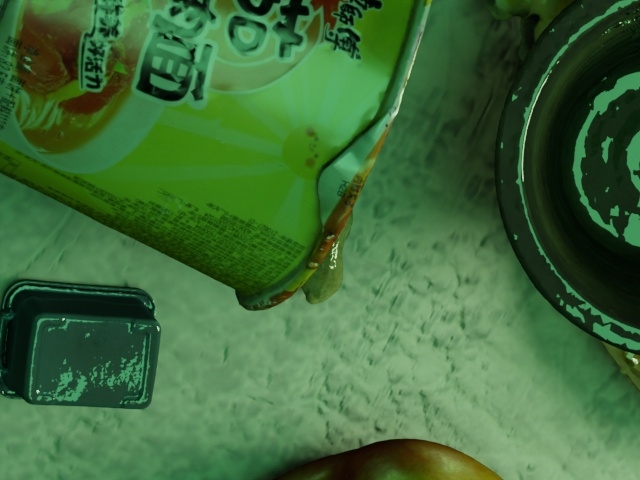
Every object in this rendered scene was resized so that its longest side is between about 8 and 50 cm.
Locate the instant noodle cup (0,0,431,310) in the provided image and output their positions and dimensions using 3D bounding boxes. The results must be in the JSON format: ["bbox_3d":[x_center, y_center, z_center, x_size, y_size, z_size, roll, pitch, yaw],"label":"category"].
[{"bbox_3d":[-0.078,-0.114,1.012,0.200,0.264,0.264,21,94,-14],"label":"instant noodle cup"}]

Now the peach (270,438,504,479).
[{"bbox_3d":[0.057,0.277,1.179,0.248,0.245,0.275,-29,124,17],"label":"peach"}]

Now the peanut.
[{"bbox_3d":[0.000,0.000,1.171,0.037,0.037,0.083,4,105,-22],"label":"peanut"}]

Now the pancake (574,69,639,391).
[{"bbox_3d":[0.323,-0.030,1.270,0.356,0.065,0.356,-4,100,-20],"label":"pancake"}]

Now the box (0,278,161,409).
[{"bbox_3d":[-0.143,0.067,1.121,0.099,0.054,0.074,5,102,-22],"label":"box"}]

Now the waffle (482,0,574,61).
[{"bbox_3d":[0.172,-0.232,1.172,0.223,0.054,0.204,-26,108,-13],"label":"waffle"}]

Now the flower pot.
[{"bbox_3d":[0.220,-0.049,1.136,0.235,0.148,0.235,0,93,1],"label":"flower pot"}]
